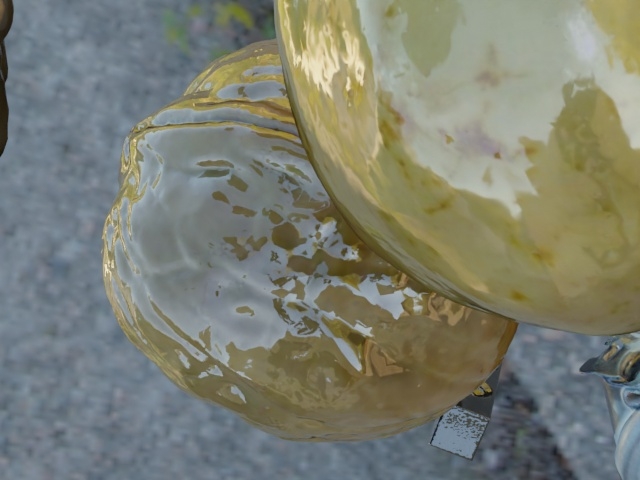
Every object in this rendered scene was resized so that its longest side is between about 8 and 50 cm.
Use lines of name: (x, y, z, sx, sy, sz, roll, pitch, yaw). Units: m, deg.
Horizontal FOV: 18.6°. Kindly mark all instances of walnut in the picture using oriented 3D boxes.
walnut: (0.001, 0.000, 1.389, 0.277, 0.313, 0.252, -59, 14, 9)

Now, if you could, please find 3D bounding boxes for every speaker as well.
speaker: (0.127, 0.121, 1.657, 0.040, 0.191, 0.046, 21, 113, 1)

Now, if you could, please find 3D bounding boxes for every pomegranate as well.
pomegranate: (0.137, -0.128, 0.983, 0.342, 0.342, 0.342, -8, 76, 35)

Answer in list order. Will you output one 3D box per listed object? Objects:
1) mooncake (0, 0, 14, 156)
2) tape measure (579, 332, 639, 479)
mooncake: (-0.223, -0.065, 0.725, 0.228, 0.124, 0.228, 1, 61, -2)
tape measure: (0.378, 0.209, 1.714, 0.275, 0.147, 0.256, 2, 118, 37)
